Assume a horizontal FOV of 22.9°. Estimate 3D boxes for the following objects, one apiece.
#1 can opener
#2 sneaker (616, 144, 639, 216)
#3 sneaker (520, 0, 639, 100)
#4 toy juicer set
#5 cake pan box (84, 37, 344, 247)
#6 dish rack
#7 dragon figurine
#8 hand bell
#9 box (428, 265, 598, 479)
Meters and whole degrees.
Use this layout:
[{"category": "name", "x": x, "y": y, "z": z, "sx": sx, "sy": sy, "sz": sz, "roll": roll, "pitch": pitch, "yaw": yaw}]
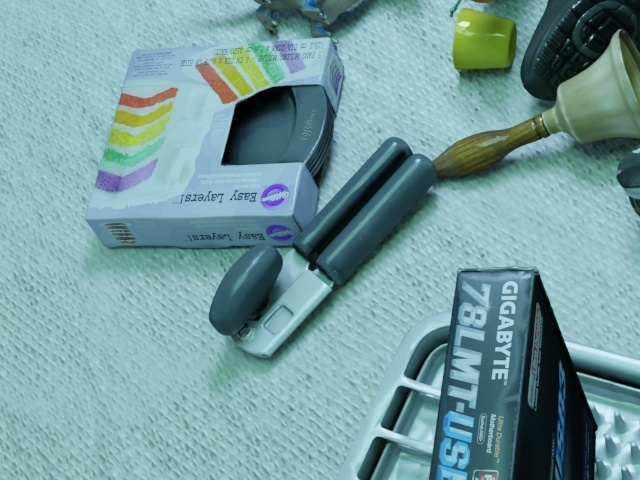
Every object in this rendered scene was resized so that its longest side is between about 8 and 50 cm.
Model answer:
[{"category": "can opener", "x": 0.000, "y": 0.000, "z": 1.640, "sx": 0.283, "sy": 0.095, "sz": 0.076, "roll": -48, "pitch": 55, "yaw": -5}, {"category": "sneaker", "x": 0.376, "y": -0.081, "z": 1.563, "sx": 0.178, "sy": 0.077, "sz": 0.072, "roll": -27, "pitch": 43, "yaw": -3}, {"category": "sneaker", "x": 0.301, "y": -0.272, "z": 1.713, "sx": 0.286, "sy": 0.109, "sz": 0.130, "roll": -53, "pitch": 32, "yaw": -9}, {"category": "toy juicer set", "x": 0.189, "y": -0.367, "z": 1.737, "sx": 0.089, "sy": 0.209, "sz": 0.329, "roll": 9, "pitch": 64, "yaw": 17}, {"category": "cake pan box", "x": -0.111, "y": -0.109, "z": 1.778, "sx": 0.267, "sy": 0.070, "sz": 0.246, "roll": 0, "pitch": 60, "yaw": 21}, {"category": "dish rack", "x": 0.190, "y": 0.227, "z": 1.432, "sx": 0.333, "sy": 0.072, "sz": 0.285, "roll": 14, "pitch": 63, "yaw": 28}, {"category": "dragon figurine", "x": -0.014, "y": -0.317, "z": 1.865, "sx": 0.289, "sy": 0.085, "sz": 0.144, "roll": 16, "pitch": 65, "yaw": 29}, {"category": "hand bell", "x": 0.224, "y": -0.117, "z": 1.646, "sx": 0.242, "sy": 0.126, "sz": 0.126, "roll": -20, "pitch": 52, "yaw": 23}, {"category": "box", "x": 0.153, "y": 0.216, "z": 1.226, "sx": 0.073, "sy": 0.293, "sz": 0.295, "roll": -2, "pitch": 58, "yaw": 19}]
